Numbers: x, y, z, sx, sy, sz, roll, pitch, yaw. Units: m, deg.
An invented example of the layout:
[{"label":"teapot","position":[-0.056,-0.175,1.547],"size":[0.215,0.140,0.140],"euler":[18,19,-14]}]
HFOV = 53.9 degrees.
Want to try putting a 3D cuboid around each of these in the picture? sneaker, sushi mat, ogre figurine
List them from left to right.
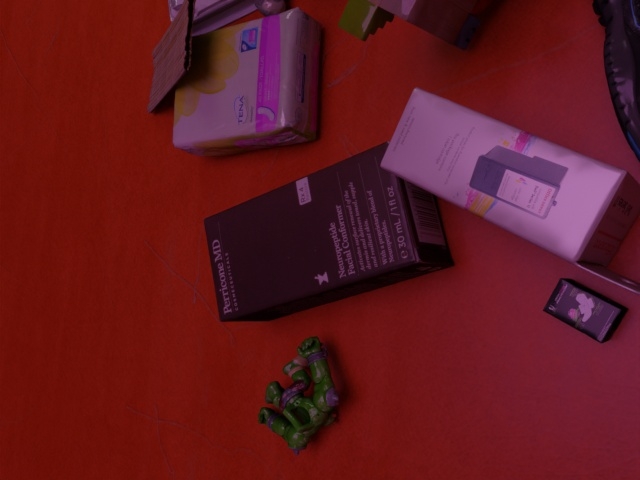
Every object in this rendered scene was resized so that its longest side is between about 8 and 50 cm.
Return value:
[{"label":"sushi mat","position":[-0.298,-0.359,1.238],"size":[0.316,0.019,0.151],"euler":[-8,79,63]},{"label":"ogre figurine","position":[-0.034,0.268,1.045],"size":[0.197,0.097,0.118],"euler":[-45,51,9]},{"label":"sneaker","position":[0.425,-0.245,0.781],"size":[0.140,0.125,0.340],"euler":[-12,81,27]}]

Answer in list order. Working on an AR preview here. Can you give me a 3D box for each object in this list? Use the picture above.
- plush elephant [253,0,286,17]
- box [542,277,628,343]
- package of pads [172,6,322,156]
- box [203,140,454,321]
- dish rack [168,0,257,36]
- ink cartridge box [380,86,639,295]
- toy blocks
[{"label":"plush elephant","position":[-0.063,-0.539,1.025],"size":[0.330,0.272,0.255],"euler":[-50,32,8]},{"label":"box","position":[0.349,0.091,0.829],"size":[0.083,0.062,0.052],"euler":[33,104,31]},{"label":"package of pads","position":[-0.141,-0.278,1.171],"size":[0.296,0.101,0.229],"euler":[-1,83,34]},{"label":"box","position":[0.000,0.000,1.026],"size":[0.381,0.143,0.191],"euler":[-21,74,32]},{"label":"dish rack","position":[-0.219,-0.604,1.277],"size":[0.285,0.072,0.332],"euler":[-12,79,31]},{"label":"ink cartridge box","position":[0.279,-0.062,0.805],"size":[0.353,0.207,0.119],"euler":[32,104,31]},{"label":"toy blocks","position":[0.213,-0.428,0.873],"size":[0.191,0.261,0.381],"euler":[39,113,28]}]
